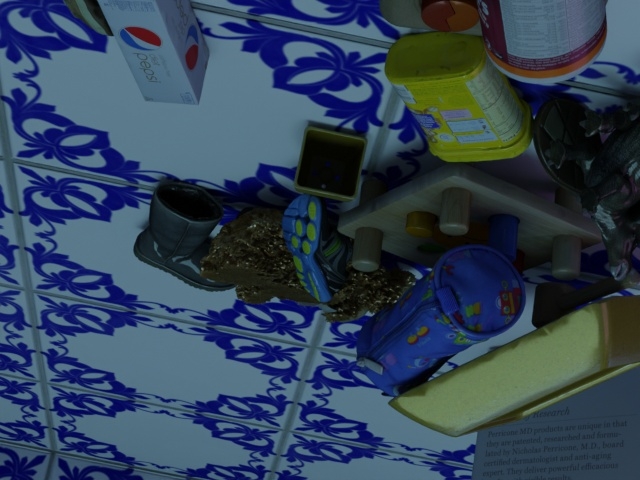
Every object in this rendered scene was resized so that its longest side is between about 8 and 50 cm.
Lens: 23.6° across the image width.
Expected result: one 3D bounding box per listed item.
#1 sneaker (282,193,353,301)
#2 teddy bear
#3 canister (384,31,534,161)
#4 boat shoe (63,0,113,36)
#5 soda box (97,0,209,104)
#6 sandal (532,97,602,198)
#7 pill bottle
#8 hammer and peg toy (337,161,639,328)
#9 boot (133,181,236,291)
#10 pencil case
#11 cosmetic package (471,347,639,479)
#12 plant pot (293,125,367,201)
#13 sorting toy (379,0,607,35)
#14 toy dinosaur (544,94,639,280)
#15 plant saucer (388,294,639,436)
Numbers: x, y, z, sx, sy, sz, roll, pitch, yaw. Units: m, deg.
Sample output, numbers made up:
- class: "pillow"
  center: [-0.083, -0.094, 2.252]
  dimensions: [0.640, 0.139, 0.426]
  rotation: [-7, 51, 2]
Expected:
- class: "sneaker"
  center: [0.000, 0.000, 2.061]
  dimensions: [0.067, 0.078, 0.188]
  rotation: [31, 150, 35]
- class: "teddy bear"
  center: [-0.016, 0.034, 2.220]
  dimensions: [0.338, 0.113, 0.245]
  rotation: [14, 158, -22]
- class: "canister"
  center: [0.159, -0.164, 1.748]
  dimensions: [0.126, 0.073, 0.170]
  rotation: [-2, 151, 27]
- class: "boat shoe"
  center: [-0.269, -0.285, 1.674]
  dimensions: [0.072, 0.068, 0.190]
  rotation: [17, 157, 13]
- class: "soda box"
  center: [-0.184, -0.238, 1.722]
  dimensions: [0.069, 0.073, 0.216]
  rotation: [5, 155, 11]
- class: "sandal"
  center: [0.306, -0.100, 1.841]
  dimensions: [0.060, 0.090, 0.219]
  rotation: [19, 173, 42]
- class: "pill bottle"
  center: [0.198, -0.255, 1.411]
  dimensions: [0.121, 0.121, 0.221]
  rotation: [3, 148, 16]
- class: "hammer and peg toy"
  center: [0.239, -0.002, 2.001]
  dimensions: [0.361, 0.127, 0.266]
  rotation: [21, 154, -28]
- class: "boot"
  center: [-0.174, -0.007, 2.238]
  dimensions: [0.190, 0.076, 0.208]
  rotation: [15, 148, -15]
- class: "pencil case"
  center: [0.142, 0.107, 1.960]
  dimensions: [0.133, 0.119, 0.306]
  rotation: [-21, 168, -27]
- class: "cosmetic package"
  center: [0.461, 0.394, 2.440]
  dimensions: [0.327, 0.393, 0.329]
  rotation: [-12, 147, 39]
- class: "plant pot"
  center: [0.010, -0.092, 1.961]
  dimensions: [0.081, 0.081, 0.083]
  rotation: [12, 171, -3]
- class: "sorting toy"
  center: [0.182, -0.281, 1.523]
  dimensions: [0.229, 0.041, 0.307]
  rotation: [10, 156, 1]
- class: "toy dinosaur"
  center: [0.364, -0.107, 1.741]
  dimensions: [0.160, 0.121, 0.313]
  rotation: [-2, 127, -43]
- class: "plant saucer"
  center: [0.304, 0.176, 2.072]
  dimensions: [0.333, 0.081, 0.333]
  rotation: [-29, 166, 25]
